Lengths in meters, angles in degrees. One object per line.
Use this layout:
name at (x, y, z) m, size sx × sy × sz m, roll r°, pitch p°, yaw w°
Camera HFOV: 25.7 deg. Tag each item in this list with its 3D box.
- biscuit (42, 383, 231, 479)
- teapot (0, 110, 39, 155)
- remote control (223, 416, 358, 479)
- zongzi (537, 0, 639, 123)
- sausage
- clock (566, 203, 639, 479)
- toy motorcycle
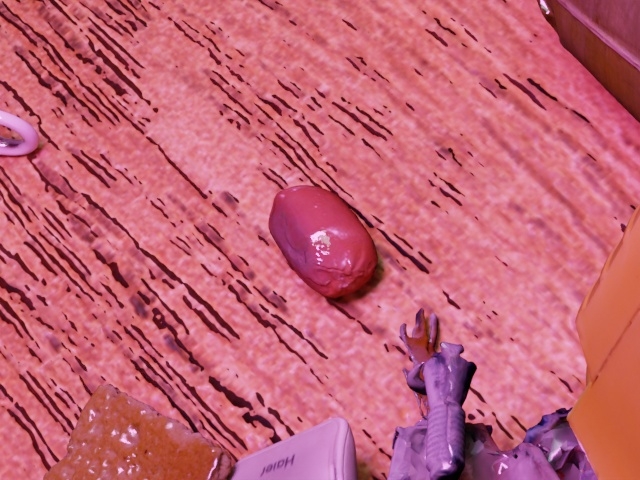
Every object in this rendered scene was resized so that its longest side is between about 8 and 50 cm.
biscuit at (-0.159, 0.220, 0.929) m, size 0.131 × 0.026 × 0.237 m, roll 21°, pitch 76°, yaw 38°
teapot at (-0.341, -0.096, 1.163) m, size 0.226 × 0.092 × 0.145 m, roll 5°, pitch 63°, yaw 19°
remote control at (-0.005, 0.265, 0.837) m, size 0.109 × 0.055 × 0.313 m, roll -28°, pitch 53°, yaw 34°
zongzi at (0.215, -0.223, 0.852) m, size 0.181 × 0.418 × 0.447 m, roll -33°, pitch 59°, yaw -7°
sausage at (0.000, 0.000, 0.992) m, size 0.094 × 0.054 × 0.059 m, roll 53°, pitch 127°, yaw 37°
clock at (0.310, 0.047, 0.722) m, size 0.317 × 0.244 × 0.200 m, roll -5°, pitch 57°, yaw -18°
toy motorcycle at (0.099, 0.177, 0.803) m, size 0.207 × 0.134 × 0.401 m, roll -4°, pitch 53°, yaw -1°
